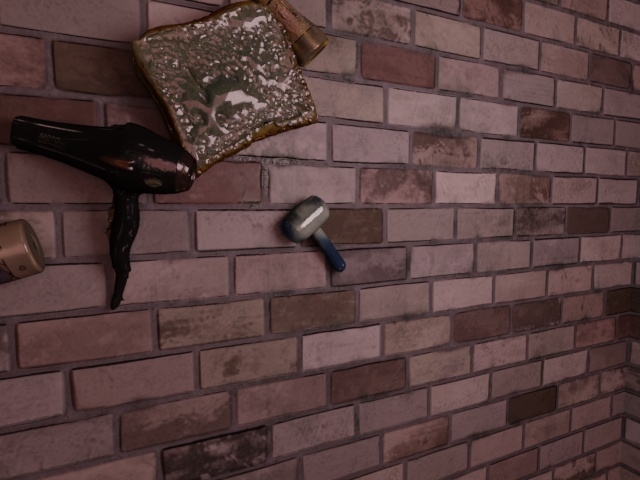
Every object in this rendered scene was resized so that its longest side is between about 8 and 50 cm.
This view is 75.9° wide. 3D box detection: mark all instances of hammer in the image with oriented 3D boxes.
[{"bbox_3d":[0.000,0.000,0.940,0.116,0.070,0.193,-43,115,-17],"label":"hammer"}]

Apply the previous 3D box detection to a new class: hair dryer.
[{"bbox_3d":[-0.394,-0.037,0.734,0.304,0.120,0.359,10,105,-8],"label":"hair dryer"}]

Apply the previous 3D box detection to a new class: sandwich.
[{"bbox_3d":[-0.179,-0.305,0.808,0.301,0.099,0.271,-30,110,-18],"label":"sandwich"}]

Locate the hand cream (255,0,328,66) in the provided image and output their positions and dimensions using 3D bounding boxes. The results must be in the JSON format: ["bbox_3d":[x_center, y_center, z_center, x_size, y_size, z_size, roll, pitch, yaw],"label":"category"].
[{"bbox_3d":[-0.079,-0.467,0.861,0.203,0.084,0.084,44,76,-14],"label":"hand cream"}]

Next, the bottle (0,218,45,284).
[{"bbox_3d":[-0.575,0.043,0.660,0.209,0.097,0.110,-19,145,-21],"label":"bottle"}]
